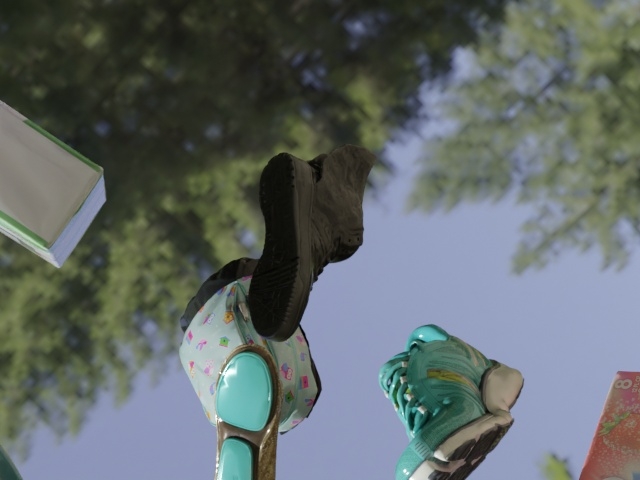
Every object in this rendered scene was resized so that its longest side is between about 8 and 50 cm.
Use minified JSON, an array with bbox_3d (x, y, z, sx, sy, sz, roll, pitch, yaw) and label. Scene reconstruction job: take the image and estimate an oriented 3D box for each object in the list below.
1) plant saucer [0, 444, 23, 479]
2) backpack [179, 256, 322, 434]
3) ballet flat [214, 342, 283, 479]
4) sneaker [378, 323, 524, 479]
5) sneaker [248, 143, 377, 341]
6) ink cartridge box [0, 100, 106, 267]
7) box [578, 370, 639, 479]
[{"bbox_3d":[-0.349,0.206,1.297,0.317,0.044,0.317,17,-140,-15],"label":"plant saucer"},{"bbox_3d":[-0.079,0.127,2.033,0.115,0.152,0.182,1,-130,-35],"label":"backpack"},{"bbox_3d":[-0.070,0.181,1.897,0.073,0.206,0.067,21,-149,17],"label":"ballet flat"},{"bbox_3d":[0.091,0.142,1.555,0.110,0.107,0.275,41,-165,-1],"label":"sneaker"},{"bbox_3d":[-0.002,0.001,1.352,0.089,0.051,0.170,25,-123,-41],"label":"sneaker"},{"bbox_3d":[-0.279,-0.058,1.697,0.154,0.093,0.212,33,174,-2],"label":"ink cartridge box"},{"bbox_3d":[0.264,0.255,1.406,0.300,0.142,0.154,-63,-36,-40],"label":"box"}]
